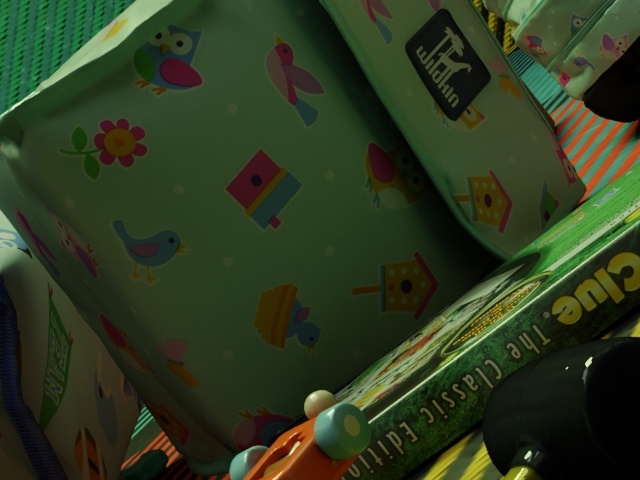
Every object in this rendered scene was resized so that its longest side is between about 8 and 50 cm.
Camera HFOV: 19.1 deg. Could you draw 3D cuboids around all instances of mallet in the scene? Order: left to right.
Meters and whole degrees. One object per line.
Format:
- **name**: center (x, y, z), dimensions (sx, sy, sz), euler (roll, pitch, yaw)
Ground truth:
- **mallet**: center (0.019, 0.095, 0.484), dimensions (0.190, 0.039, 0.062), euler (-43, 5, -16)

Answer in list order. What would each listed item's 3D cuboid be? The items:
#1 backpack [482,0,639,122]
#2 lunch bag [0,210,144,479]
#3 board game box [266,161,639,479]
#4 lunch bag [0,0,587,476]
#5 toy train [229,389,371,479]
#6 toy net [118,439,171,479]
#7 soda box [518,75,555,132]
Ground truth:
- **backpack**: center (0.177, -0.148, 1.138), dimensions (0.152, 0.115, 0.182), euler (-55, -10, 28)
- **lunch bag**: center (-0.311, 0.105, 1.111), dimensions (0.386, 0.239, 0.328), euler (-12, 15, 4)
- **board game box**: center (0.078, 0.030, 0.753), dimensions (0.260, 0.030, 0.136), euler (-37, 1, 12)
- **lunch bag**: center (-0.007, -0.041, 0.950), dimensions (0.262, 0.223, 0.160), euler (-38, 9, -20)
- **toy train**: center (-0.049, 0.122, 0.678), dimensions (0.166, 0.046, 0.125), euler (-32, 11, 36)
- **toy net**: center (-0.116, 0.134, 1.237), dimensions (0.232, 0.045, 0.122), euler (-36, 3, 27)
- **soda box**: center (0.131, -0.079, 1.390), dimensions (0.061, 0.058, 0.181), euler (-38, 3, 12)
